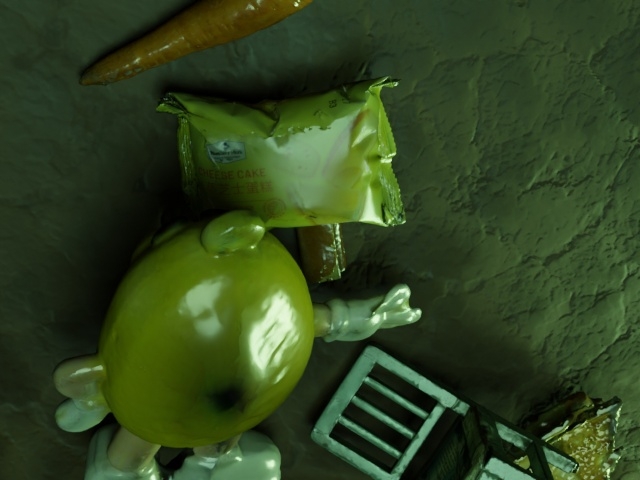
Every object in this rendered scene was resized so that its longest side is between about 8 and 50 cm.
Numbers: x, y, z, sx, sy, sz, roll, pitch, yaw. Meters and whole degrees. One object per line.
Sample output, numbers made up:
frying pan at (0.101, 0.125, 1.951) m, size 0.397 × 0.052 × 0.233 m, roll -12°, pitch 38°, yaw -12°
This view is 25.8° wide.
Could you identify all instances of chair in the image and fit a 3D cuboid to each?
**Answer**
chair at (0.132, 0.241, 1.438) m, size 0.270 × 0.147 × 0.136 m, roll 31°, pitch 104°, yaw -7°

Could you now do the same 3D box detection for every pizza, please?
pizza at (0.208, 0.287, 1.570) m, size 0.251 × 0.074 × 0.287 m, roll 1°, pitch 114°, yaw -10°

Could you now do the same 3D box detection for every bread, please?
bread at (0.000, 0.000, 1.384) m, size 0.047 × 0.036 × 0.083 m, roll -10°, pitch 119°, yaw -3°

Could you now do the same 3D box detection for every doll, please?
doll at (-0.097, 0.130, 1.346) m, size 0.348 × 0.161 × 0.423 m, roll 13°, pitch 130°, yaw -46°

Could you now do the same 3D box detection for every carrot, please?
carrot at (-0.101, -0.191, 1.243) m, size 0.257 × 0.061 × 0.061 m, roll -29°, pitch 121°, yaw 10°

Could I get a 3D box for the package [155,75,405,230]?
package at (-0.030, -0.075, 1.301) m, size 0.226 × 0.090 × 0.168 m, roll -9°, pitch 120°, yaw -1°
